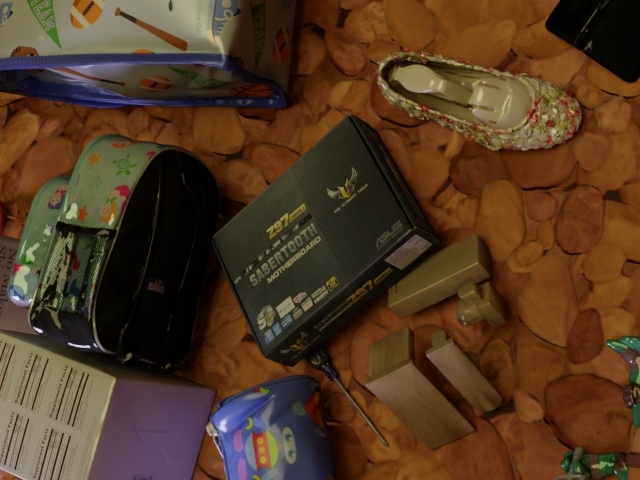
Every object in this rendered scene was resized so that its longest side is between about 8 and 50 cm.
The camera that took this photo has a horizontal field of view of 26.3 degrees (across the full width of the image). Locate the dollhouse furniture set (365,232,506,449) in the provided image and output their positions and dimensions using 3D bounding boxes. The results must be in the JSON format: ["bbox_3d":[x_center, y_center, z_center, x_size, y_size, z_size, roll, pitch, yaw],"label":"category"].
[{"bbox_3d":[0.143,0.108,1.464,0.144,0.123,0.151,-28,33,24],"label":"dollhouse furniture set"}]

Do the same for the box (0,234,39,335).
[{"bbox_3d":[-0.439,0.053,1.651,0.121,0.311,0.148,10,87,32],"label":"box"}]

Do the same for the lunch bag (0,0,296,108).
[{"bbox_3d":[-0.223,-0.331,1.637,0.385,0.239,0.328,2,80,21],"label":"lunch bag"}]

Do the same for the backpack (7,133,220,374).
[{"bbox_3d":[-0.227,0.006,1.588,0.191,0.225,0.254,17,86,27],"label":"backpack"}]

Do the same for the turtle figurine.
[{"bbox_3d":[0.301,0.211,1.305,0.175,0.118,0.234,163,115,-70],"label":"turtle figurine"}]

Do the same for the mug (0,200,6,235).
[{"bbox_3d":[-0.513,-0.015,1.828,0.150,0.113,0.169,19,95,33],"label":"mug"}]

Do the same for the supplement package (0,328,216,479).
[{"bbox_3d":[-0.271,0.207,1.593,0.203,0.194,0.149,16,89,32],"label":"supplement package"}]

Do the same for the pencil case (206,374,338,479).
[{"bbox_3d":[-0.040,0.298,1.481,0.133,0.119,0.306,-11,73,-2],"label":"pencil case"}]

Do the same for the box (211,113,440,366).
[{"bbox_3d":[0.000,0.000,1.532,0.232,0.059,0.183,-40,52,18],"label":"box"}]

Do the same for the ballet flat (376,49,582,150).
[{"bbox_3d":[0.159,-0.152,1.471,0.241,0.077,0.091,15,88,31],"label":"ballet flat"}]

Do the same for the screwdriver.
[{"bbox_3d":[0.025,0.166,1.533,0.024,0.025,0.170,-46,71,15],"label":"screwdriver"}]

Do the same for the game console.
[{"bbox_3d":[0.313,-0.244,1.435,0.122,0.071,0.107,-55,30,10],"label":"game console"}]
